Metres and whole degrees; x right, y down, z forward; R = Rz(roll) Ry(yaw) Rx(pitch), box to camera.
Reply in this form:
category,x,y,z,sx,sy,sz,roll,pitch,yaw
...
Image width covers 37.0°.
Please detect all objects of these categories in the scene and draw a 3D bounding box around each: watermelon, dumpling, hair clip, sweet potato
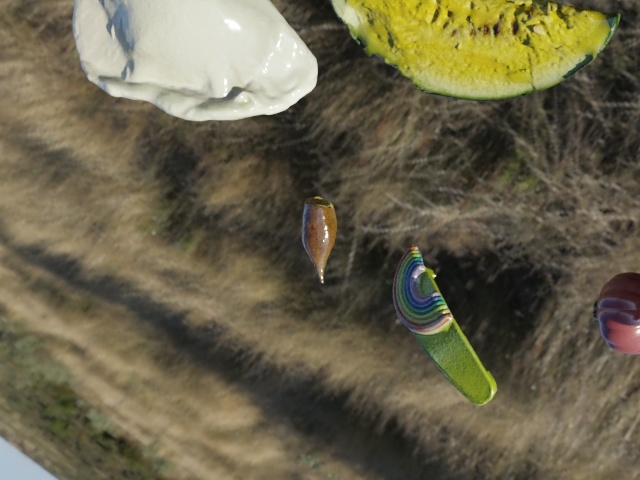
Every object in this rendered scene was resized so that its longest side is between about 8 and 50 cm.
category,x,y,z,sx,sy,sz,roll,pitch,yaw
watermelon,0.147,-0.222,0.974,0.301,0.123,0.129,17,154,18
dumpling,-0.117,-0.170,0.798,0.229,0.151,0.124,37,169,14
hair clip,0.121,0.091,0.991,0.033,0.060,0.188,5,-136,-41
sweet potato,0.000,0.000,1.286,0.049,0.117,0.049,-2,-174,0

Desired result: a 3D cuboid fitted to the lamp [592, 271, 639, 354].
category,x,y,z,sx,sy,sz,roll,pitch,yaw
lamp,0.403,0.095,1.240,0.092,0.107,0.107,0,142,40
